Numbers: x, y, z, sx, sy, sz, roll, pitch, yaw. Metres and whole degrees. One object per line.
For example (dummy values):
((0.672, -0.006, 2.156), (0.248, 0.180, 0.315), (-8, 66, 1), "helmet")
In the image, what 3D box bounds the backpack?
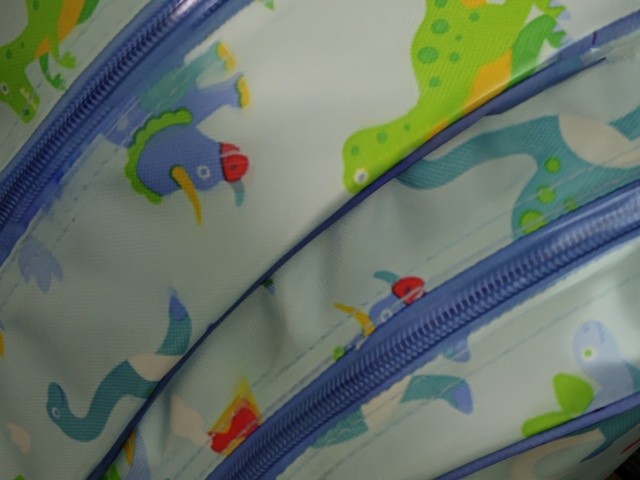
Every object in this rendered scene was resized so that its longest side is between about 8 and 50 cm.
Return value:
((0.000, 0.000, 0.489), (0.290, 0.355, 0.273), (-16, 53, -38), "backpack")

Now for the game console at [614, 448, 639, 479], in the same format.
((0.126, 0.054, 0.723), (0.122, 0.107, 0.071), (39, 89, -2), "game console")
